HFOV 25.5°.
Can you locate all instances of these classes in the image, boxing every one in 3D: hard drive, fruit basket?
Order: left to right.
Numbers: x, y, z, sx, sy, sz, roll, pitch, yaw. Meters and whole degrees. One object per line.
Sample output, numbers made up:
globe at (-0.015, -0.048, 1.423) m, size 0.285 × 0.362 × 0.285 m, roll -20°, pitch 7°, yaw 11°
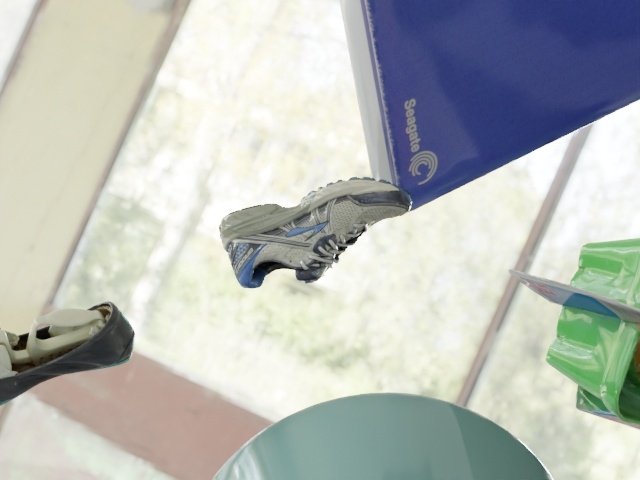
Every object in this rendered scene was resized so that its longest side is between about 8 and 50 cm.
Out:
hard drive at (0.168, -0.169, 0.973) m, size 0.040 × 0.319 × 0.210 m, roll 46°, pitch -24°, yaw 47°
fruit basket at (0.361, 0.115, 1.090) m, size 0.327 × 0.165 × 0.353 m, roll 21°, pitch 3°, yaw -40°

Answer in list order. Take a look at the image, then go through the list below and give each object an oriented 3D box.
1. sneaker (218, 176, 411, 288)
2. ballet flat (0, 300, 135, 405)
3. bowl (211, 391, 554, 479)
sneaker at (0.000, 0.000, 0.946) m, size 0.135 × 0.058 × 0.052 m, roll -17°, pitch -22°, yaw 18°
ballet flat at (-0.275, 0.104, 1.324) m, size 0.203 × 0.074 × 0.074 m, roll -17°, pitch 9°, yaw -13°
bowl at (0.052, 0.281, 0.994) m, size 0.311 × 0.311 × 0.163 m, roll 24°, pitch 10°, yaw -11°
